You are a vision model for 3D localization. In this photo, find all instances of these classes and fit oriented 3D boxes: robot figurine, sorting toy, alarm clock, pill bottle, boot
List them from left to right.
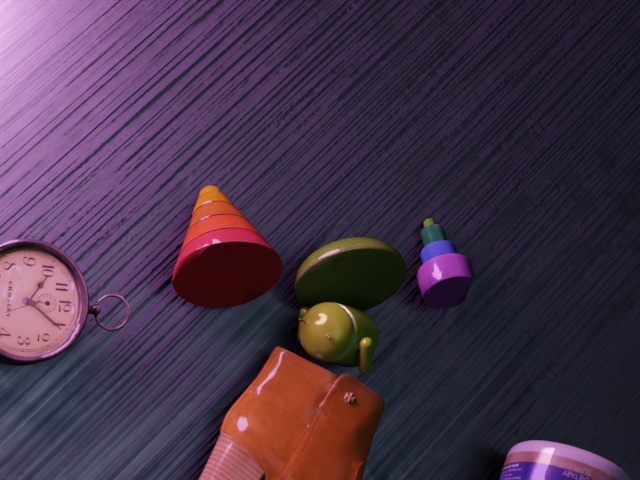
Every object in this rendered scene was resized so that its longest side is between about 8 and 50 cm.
[{"bbox_3d":[-0.293,0.068,1.799,0.192,0.064,0.129,8,78,-19],"label":"alarm clock"},{"bbox_3d":[0.000,0.000,1.932,0.366,0.127,0.126,4,50,-25],"label":"sorting toy"},{"bbox_3d":[0.020,0.104,1.904,0.115,0.101,0.067,20,96,-59],"label":"robot figurine"},{"bbox_3d":[0.022,0.267,1.878,0.295,0.104,0.211,38,70,-9],"label":"boot"},{"bbox_3d":[0.247,0.371,1.917,0.153,0.153,0.264,27,67,-17],"label":"pill bottle"}]
